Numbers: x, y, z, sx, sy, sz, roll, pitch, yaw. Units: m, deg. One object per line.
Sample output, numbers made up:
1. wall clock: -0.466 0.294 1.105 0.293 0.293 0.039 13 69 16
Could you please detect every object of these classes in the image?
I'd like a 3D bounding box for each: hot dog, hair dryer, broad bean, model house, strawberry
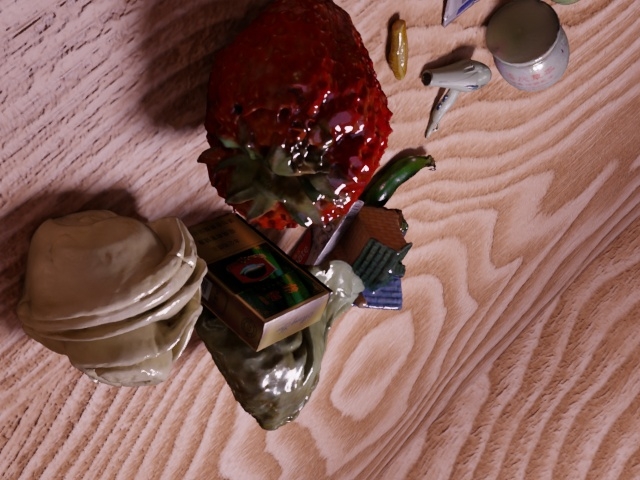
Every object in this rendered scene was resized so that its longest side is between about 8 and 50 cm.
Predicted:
1. hot dog: 0.133 -0.326 1.869 0.137 0.028 0.044 81 28 -62
2. hair dryer: 0.222 -0.275 2.088 0.167 0.067 0.199 4 138 -49
3. broad bean: 0.125 -0.068 2.190 0.292 0.049 0.144 -51 152 4
4. model house: 0.101 0.051 2.099 0.166 0.172 0.183 8 128 -25
5. strawberry: -0.019 -0.205 1.554 0.312 0.267 0.351 94 18 -44

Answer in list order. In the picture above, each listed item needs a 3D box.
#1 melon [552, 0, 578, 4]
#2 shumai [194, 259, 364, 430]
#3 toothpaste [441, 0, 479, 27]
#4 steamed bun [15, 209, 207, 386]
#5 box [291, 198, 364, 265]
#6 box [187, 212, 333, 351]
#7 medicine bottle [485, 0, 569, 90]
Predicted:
1. melon: 0.489 -0.530 2.071 0.114 0.114 0.167 -1 129 -58
2. shumai: -0.048 0.146 1.887 0.288 0.292 0.330 -30 177 -1
3. toothpaste: 0.264 -0.478 1.847 0.099 0.068 0.282 -12 157 -7
4. steamed bun: -0.280 0.088 1.562 0.276 0.203 0.289 -33 150 -31
5. box: 0.000 0.000 2.074 0.218 0.055 0.039 -56 153 13
6. box: -0.122 0.060 1.738 0.159 0.240 0.071 -22 141 -46
7. medicine bottle: 0.403 -0.378 2.100 0.147 0.147 0.143 -50 154 1
